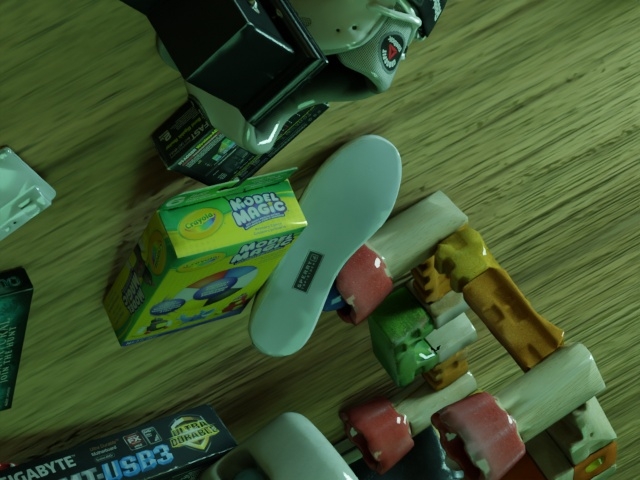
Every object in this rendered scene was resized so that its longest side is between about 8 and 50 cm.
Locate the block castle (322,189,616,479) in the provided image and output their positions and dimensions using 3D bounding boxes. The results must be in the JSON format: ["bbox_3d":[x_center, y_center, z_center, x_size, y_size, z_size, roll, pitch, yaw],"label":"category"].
[{"bbox_3d":[0.126,0.193,1.795,0.213,0.303,0.453,-32,151,-12],"label":"block castle"}]

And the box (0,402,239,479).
[{"bbox_3d":[-0.261,0.316,1.813,0.296,0.073,0.293,-16,149,-41],"label":"box"}]

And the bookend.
[{"bbox_3d":[-0.094,-0.175,1.175,0.072,0.156,0.157,-41,148,16],"label":"bookend"}]

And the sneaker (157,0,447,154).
[{"bbox_3d":[0.046,-0.185,1.306,0.330,0.146,0.122,-38,148,9],"label":"sneaker"}]

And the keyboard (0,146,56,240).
[{"bbox_3d":[-0.331,0.018,1.383,0.256,0.014,0.072,-35,132,6],"label":"keyboard"}]

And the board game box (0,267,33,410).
[{"bbox_3d":[-0.322,0.103,1.516,0.126,0.026,0.186,-15,147,-27],"label":"board game box"}]

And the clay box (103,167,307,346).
[{"bbox_3d":[-0.099,0.015,1.515,0.127,0.053,0.222,-15,162,-27],"label":"clay box"}]

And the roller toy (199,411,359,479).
[{"bbox_3d":[-0.028,0.287,1.773,0.146,0.191,0.209,-36,169,-8],"label":"roller toy"}]

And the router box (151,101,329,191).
[{"bbox_3d":[-0.066,-0.098,1.437,0.122,0.038,0.092,-41,150,15],"label":"router box"}]

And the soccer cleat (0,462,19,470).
[{"bbox_3d":[-0.332,0.243,1.719,0.083,0.029,0.035,-22,161,-15],"label":"soccer cleat"}]

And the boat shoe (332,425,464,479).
[{"bbox_3d":[-0.027,0.380,2.082,0.500,0.156,0.187,-30,152,1],"label":"boat shoe"}]

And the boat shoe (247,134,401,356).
[{"bbox_3d":[0.000,0.000,1.607,0.080,0.076,0.228,22,102,-13],"label":"boat shoe"}]
